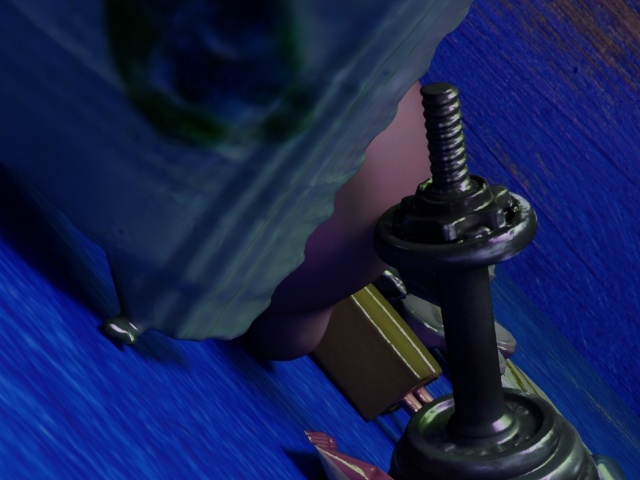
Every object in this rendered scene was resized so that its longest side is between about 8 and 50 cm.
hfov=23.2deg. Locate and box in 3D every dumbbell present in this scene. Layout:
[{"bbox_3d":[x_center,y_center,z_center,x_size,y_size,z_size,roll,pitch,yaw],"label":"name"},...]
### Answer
[{"bbox_3d":[0.072,0.046,0.758,0.110,0.110,0.254,-115,-167,-66],"label":"dumbbell"}]

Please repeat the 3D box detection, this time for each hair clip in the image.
[{"bbox_3d":[0.109,0.035,1.393,0.146,0.075,0.257,31,29,-20],"label":"hair clip"}]

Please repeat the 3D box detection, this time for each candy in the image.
[{"bbox_3d":[-0.108,-0.182,0.660,0.398,0.263,0.172,51,20,18],"label":"candy"}]

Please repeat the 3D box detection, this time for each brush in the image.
[{"bbox_3d":[0.064,0.108,0.960,0.233,0.047,0.103,50,8,9],"label":"brush"}]

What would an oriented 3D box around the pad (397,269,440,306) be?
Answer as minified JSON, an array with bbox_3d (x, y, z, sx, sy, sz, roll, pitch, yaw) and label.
[{"bbox_3d":[-0.016,-0.042,1.175,0.300,0.005,0.202,43,-11,-32],"label":"pad"}]

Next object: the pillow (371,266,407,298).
[{"bbox_3d":[0.002,-0.002,1.118,0.135,0.055,0.091,47,7,-12],"label":"pillow"}]

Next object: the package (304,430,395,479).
[{"bbox_3d":[0.025,0.122,0.734,0.083,0.029,0.059,46,1,21],"label":"package"}]

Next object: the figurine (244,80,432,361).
[{"bbox_3d":[-0.021,-0.041,0.814,0.173,0.173,0.173,47,8,-8],"label":"figurine"}]

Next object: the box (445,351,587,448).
[{"bbox_3d":[0.177,0.138,1.477,0.220,0.032,0.122,42,10,-40],"label":"box"}]

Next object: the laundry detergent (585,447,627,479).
[{"bbox_3d":[0.255,0.241,1.270,0.097,0.061,0.206,37,13,-45],"label":"laundry detergent"}]
